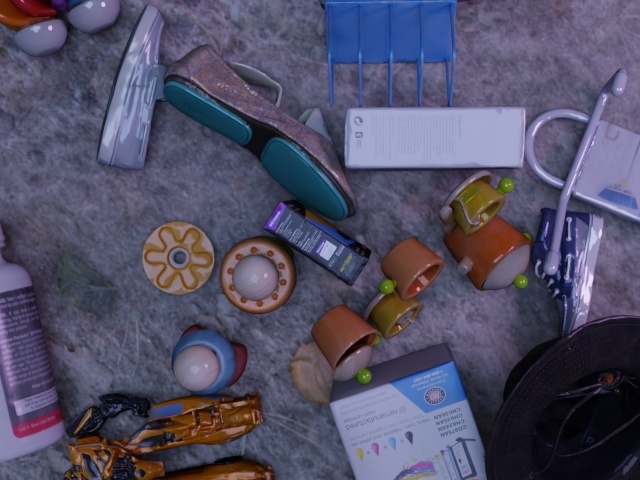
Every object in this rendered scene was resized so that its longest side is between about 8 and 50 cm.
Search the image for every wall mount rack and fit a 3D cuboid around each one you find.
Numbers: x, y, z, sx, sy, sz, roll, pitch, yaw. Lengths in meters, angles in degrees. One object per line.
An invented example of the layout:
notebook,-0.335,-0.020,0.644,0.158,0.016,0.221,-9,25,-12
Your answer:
wall mount rack,0.423,-0.045,1.383,0.350,0.130,0.304,23,78,2

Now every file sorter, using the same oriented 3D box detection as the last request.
file sorter,0.091,-0.242,1.400,0.170,0.118,0.104,0,58,3

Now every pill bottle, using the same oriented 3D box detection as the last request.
pill bottle,-0.461,0.131,1.428,0.176,0.176,0.318,-12,91,3

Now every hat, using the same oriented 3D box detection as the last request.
hat,0.318,0.223,1.367,0.331,0.134,0.331,-10,115,-22

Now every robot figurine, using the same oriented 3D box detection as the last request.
robot figurine,-0.215,0.305,1.467,0.291,0.085,0.211,-11,90,3

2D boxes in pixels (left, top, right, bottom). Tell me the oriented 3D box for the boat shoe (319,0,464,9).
boat shoe,0.138,-0.338,1.425,0.285,0.103,0.092,-15,123,3

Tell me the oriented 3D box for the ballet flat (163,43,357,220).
ballet flat,-0.060,-0.156,1.437,0.316,0.107,0.106,37,61,-7

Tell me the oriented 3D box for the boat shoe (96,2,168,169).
boat shoe,-0.242,-0.206,1.464,0.081,0.079,0.227,16,91,-17

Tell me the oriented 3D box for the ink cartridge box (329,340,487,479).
ink cartridge box,0.129,0.279,1.408,0.171,0.168,0.233,-19,92,3

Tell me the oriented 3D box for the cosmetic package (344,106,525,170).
cosmetic package,0.149,-0.133,1.422,0.231,0.117,0.085,1,93,4

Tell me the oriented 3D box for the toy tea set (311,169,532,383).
toy tea set,0.148,0.070,1.381,0.336,0.200,0.124,-44,69,3

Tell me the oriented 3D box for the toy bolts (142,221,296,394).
toy bolts,-0.157,0.089,1.420,0.218,0.158,0.228,18,93,2

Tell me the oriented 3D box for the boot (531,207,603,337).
boot,0.323,0.052,1.449,0.086,0.069,0.190,10,84,8

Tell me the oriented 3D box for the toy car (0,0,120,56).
toy car,-0.366,-0.345,1.427,0.182,0.136,0.159,-22,90,3

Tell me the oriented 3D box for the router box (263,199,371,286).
router box,0.000,0.000,1.400,0.133,0.179,0.046,33,94,1
